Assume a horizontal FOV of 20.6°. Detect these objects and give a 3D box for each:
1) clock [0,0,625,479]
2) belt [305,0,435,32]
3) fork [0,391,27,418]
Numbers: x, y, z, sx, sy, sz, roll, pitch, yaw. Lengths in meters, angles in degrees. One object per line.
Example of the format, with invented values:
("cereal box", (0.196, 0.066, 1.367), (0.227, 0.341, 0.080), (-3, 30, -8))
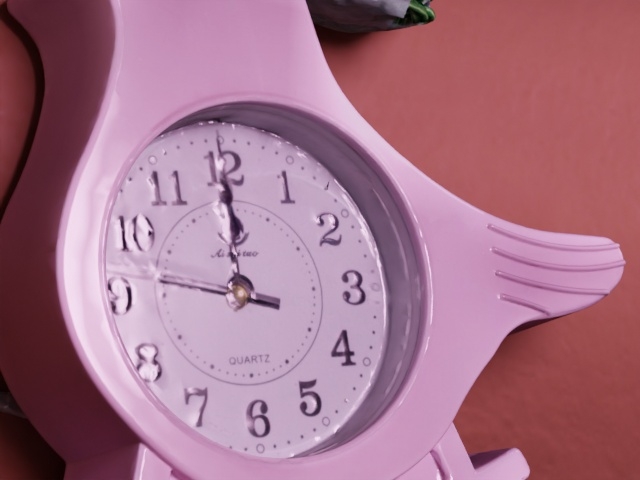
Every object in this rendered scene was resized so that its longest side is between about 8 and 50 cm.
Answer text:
("clock", (0.000, 0.000, 0.780), (0.290, 0.080, 0.275), (2, 77, -31))
("belt", (0.004, -0.162, 0.822), (0.151, 0.079, 0.121), (42, 75, -3))
("fork", (-0.092, 0.083, 0.766), (0.115, 0.012, 0.016), (18, 70, -19))
